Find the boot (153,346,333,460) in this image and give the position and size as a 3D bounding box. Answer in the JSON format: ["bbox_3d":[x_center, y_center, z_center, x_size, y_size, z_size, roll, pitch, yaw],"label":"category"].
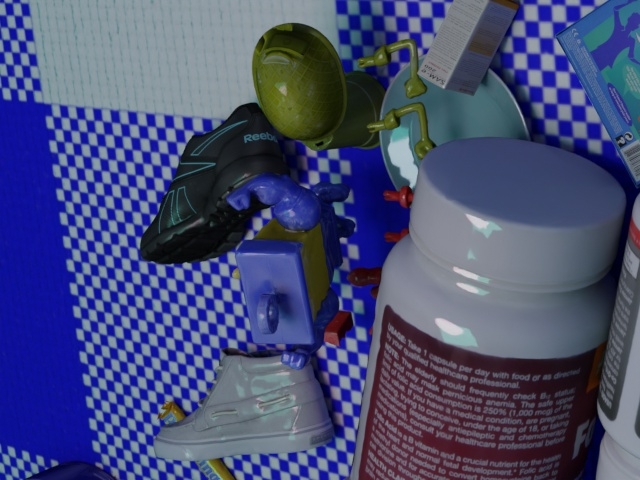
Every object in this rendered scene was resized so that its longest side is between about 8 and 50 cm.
[{"bbox_3d":[-0.099,0.184,1.963,0.258,0.095,0.123,-10,93,36],"label":"boot"}]

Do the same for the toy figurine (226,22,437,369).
[{"bbox_3d":[0.000,0.000,1.626,0.191,0.217,0.362,7,126,23],"label":"toy figurine"}]

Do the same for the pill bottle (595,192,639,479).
[{"bbox_3d":[0.329,0.101,1.471,0.161,0.161,0.283,25,122,34],"label":"pill bottle"}]

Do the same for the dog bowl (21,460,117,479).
[{"bbox_3d":[-0.329,0.432,2.249,0.265,0.104,0.265,18,118,38],"label":"dog bowl"}]

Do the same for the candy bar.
[{"bbox_3d":[-0.146,0.264,2.076,0.161,0.018,0.040,50,132,16],"label":"candy bar"}]

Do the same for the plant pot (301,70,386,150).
[{"bbox_3d":[0.018,-0.125,1.733,0.083,0.079,0.083,16,116,38],"label":"plant pot"}]

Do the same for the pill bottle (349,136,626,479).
[{"bbox_3d":[0.157,0.117,1.593,0.224,0.224,0.392,28,124,33],"label":"pill bottle"}]

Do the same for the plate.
[{"bbox_3d":[0.137,-0.096,1.672,0.188,0.024,0.188,16,115,38],"label":"plate"}]

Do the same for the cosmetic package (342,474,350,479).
[{"bbox_3d":[0.130,0.335,1.788,0.238,0.107,0.127,24,123,31],"label":"cosmetic package"}]

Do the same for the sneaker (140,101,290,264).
[{"bbox_3d":[-0.121,-0.056,1.897,0.267,0.101,0.106,-36,58,45],"label":"sneaker"}]

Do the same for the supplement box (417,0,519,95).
[{"bbox_3d":[0.138,-0.189,1.587,0.036,0.062,0.098,34,104,29],"label":"supplement box"}]

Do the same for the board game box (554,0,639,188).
[{"bbox_3d":[0.322,-0.161,1.458,0.210,0.047,0.160,-32,83,45],"label":"board game box"}]
